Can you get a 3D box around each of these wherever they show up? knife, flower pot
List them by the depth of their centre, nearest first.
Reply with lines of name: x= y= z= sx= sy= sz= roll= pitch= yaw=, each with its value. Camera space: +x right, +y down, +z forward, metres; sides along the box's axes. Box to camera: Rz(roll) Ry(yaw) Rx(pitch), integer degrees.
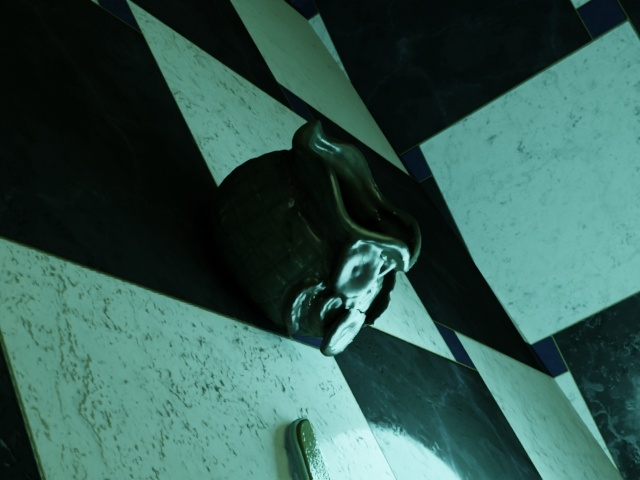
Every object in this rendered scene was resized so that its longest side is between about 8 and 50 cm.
knife: x=0.008 y=0.311 z=1.092 sx=0.061 sy=0.027 sz=0.343 roll=35 pitch=19 yaw=-33
flower pot: x=0.000 y=0.000 z=1.407 sx=0.302 sy=0.213 sz=0.301 roll=45 pitch=17 yaw=-18
